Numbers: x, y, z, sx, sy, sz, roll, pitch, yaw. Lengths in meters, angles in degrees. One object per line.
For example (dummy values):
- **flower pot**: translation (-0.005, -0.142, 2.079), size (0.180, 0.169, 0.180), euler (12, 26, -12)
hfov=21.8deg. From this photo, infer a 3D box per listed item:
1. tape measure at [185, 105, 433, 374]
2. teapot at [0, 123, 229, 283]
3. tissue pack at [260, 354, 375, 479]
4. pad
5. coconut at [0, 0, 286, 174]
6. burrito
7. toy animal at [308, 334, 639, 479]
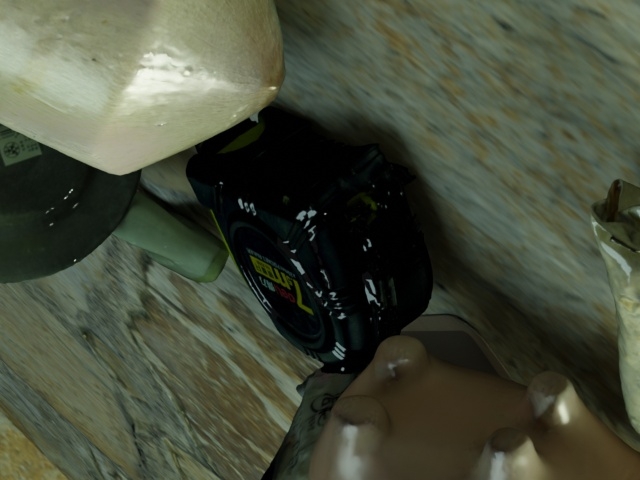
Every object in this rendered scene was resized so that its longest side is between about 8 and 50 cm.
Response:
- **tape measure**: translation (0.000, 0.000, 1.258), size (0.199, 0.112, 0.186), euler (27, 143, 52)
- **teapot**: translation (-0.249, -0.088, 1.509), size (0.239, 0.322, 0.239), euler (-160, 72, -76)
- **tissue pack**: translation (0.085, 0.268, 1.414), size (0.332, 0.123, 0.245), euler (52, -162, -13)
- **pad**: translation (0.150, 0.166, 1.393), size (0.266, 0.002, 0.176), euler (54, 157, -13)
- **coconut**: translation (-0.134, -0.156, 1.122), size (0.234, 0.224, 0.224), euler (15, 151, 6)
- **burrito**: translation (0.211, 0.050, 1.015), size (0.087, 0.060, 0.226), euler (27, 151, 40)
- **toy animal**: translation (0.143, 0.211, 1.173), size (0.326, 0.237, 0.269), euler (21, 145, 35)
